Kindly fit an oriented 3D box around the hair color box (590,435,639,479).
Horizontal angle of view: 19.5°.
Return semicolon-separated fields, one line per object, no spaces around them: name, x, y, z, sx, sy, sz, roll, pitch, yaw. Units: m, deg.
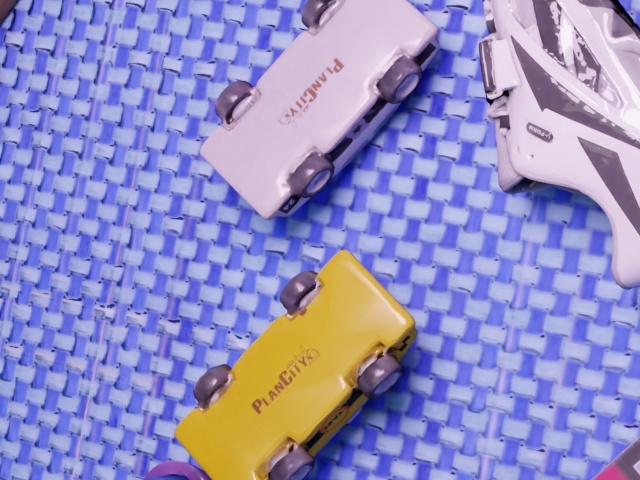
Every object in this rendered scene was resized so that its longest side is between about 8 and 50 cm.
hair color box;0.167;0.300;1.208;0.374;0.113;0.185;-46;66;19

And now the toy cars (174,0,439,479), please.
toy cars;0.000;0.000;1.356;0.176;0.087;0.394;2;82;22

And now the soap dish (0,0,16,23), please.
soap dish;-0.316;-0.283;1.525;0.229;0.118;0.291;44;103;24

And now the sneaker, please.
sneaker;0.153;-0.112;1.266;0.146;0.122;0.330;-41;68;15

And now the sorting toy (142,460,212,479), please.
sorting toy;-0.140;0.344;1.360;0.127;0.126;0.366;5;87;27
